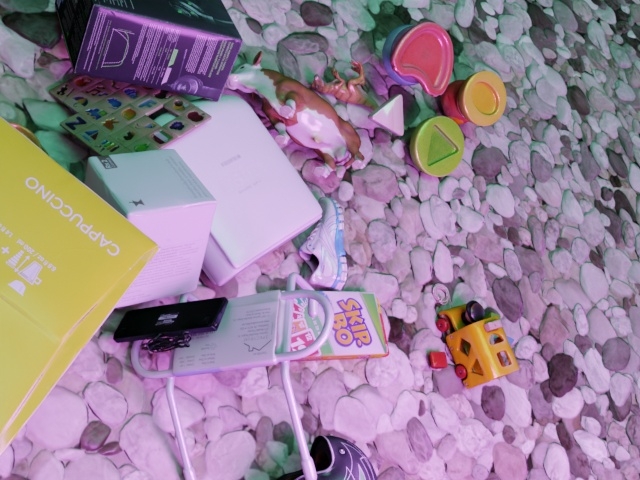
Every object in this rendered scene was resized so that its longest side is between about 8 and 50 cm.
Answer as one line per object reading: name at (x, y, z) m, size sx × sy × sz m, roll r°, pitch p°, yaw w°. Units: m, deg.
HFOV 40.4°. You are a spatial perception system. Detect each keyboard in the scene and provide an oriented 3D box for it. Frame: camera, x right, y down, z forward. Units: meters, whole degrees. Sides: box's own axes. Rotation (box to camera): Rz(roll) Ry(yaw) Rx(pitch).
keyboard at (-0.232, 0.139, 1.338) m, size 0.038 × 0.192 × 0.100 m, roll 64°, pitch 30°, yaw -30°

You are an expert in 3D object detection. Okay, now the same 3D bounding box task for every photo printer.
photo printer at (-0.171, -0.107, 1.538) m, size 0.256 × 0.107 × 0.308 m, roll -33°, pitch 88°, yaw -39°

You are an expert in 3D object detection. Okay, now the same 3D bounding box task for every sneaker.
sneaker at (0.000, 0.000, 1.627) m, size 0.082 × 0.071 × 0.191 m, roll 4°, pitch 60°, yaw -17°

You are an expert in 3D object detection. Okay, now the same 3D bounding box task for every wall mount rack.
wall mount rack at (-0.121, 0.210, 1.331) m, size 0.130 × 0.350 × 0.304 m, roll 49°, pitch 37°, yaw -51°

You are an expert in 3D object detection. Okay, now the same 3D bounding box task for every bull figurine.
bull figurine at (-0.039, -0.234, 1.668) m, size 0.310 × 0.101 × 0.188 m, roll 30°, pitch 29°, yaw -24°

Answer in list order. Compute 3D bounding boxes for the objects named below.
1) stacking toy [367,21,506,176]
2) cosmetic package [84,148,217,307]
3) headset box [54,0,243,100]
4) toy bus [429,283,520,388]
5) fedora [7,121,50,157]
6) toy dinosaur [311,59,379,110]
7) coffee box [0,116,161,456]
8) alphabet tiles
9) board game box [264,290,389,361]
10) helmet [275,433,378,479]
stacking toy at (0.225, -0.304, 1.904) m, size 0.309 × 0.130 × 0.280 m, roll 37°, pitch 80°, yaw -28°
cosmetic package at (-0.274, -0.022, 1.349) m, size 0.151 × 0.184 × 0.151 m, roll -11°, pitch 44°, yaw -37°
headset box at (-0.295, -0.383, 1.524) m, size 0.283 × 0.131 × 0.246 m, roll 5°, pitch 39°, yaw -31°
toy bus at (0.312, 0.188, 1.712) m, size 0.202 × 0.104 × 0.191 m, roll 33°, pitch 53°, yaw -16°
fedora at (-0.491, -0.124, 1.341) m, size 0.194 × 0.079 × 0.194 m, roll 22°, pitch 48°, yaw -27°
toy dinosaur at (0.073, -0.315, 1.848) m, size 0.211 × 0.064 × 0.112 m, roll 20°, pitch 84°, yaw -23°
coffee box at (-0.472, 0.074, 1.103) m, size 0.337 × 0.334 × 0.338 m, roll 40°, pitch 52°, yaw -10°
alphabet tiles at (-0.338, -0.221, 1.473) m, size 0.237 × 0.009 × 0.198 m, roll 35°, pitch 52°, yaw 22°
board game box at (0.018, 0.155, 1.583) m, size 0.259 × 0.039 × 0.124 m, roll 4°, pitch 66°, yaw -35°
helmet at (0.015, 0.401, 1.376) m, size 0.161 × 0.169 × 0.169 m, roll -30°, pitch 86°, yaw -23°
